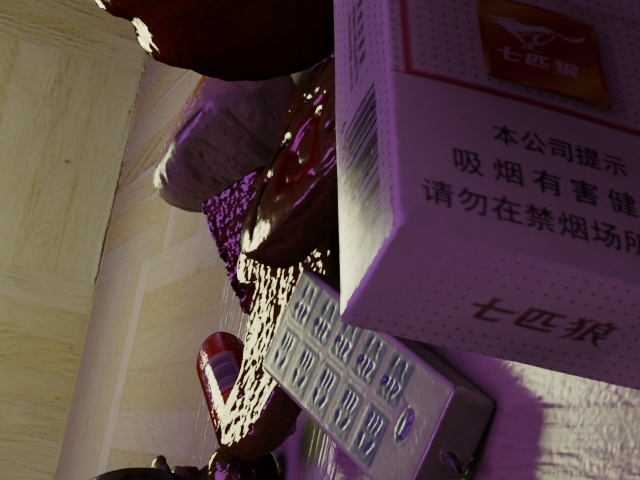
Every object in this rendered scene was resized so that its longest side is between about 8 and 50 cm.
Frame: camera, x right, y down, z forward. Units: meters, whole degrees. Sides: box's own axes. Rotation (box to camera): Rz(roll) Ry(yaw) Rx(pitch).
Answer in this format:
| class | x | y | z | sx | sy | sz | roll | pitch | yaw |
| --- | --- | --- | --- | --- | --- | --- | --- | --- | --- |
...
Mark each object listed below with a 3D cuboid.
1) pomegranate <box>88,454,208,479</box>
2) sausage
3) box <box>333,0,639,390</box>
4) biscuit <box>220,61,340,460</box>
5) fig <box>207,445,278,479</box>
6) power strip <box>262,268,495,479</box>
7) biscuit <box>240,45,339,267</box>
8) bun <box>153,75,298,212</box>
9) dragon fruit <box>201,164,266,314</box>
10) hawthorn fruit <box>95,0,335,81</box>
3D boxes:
| class | x | y | z | sx | sy | sz | roll | pitch | yaw |
| --- | --- | --- | --- | --- | --- | --- | --- | --- | --- |
| pomegranate | -0.197 | 0.366 | 1.706 | 0.306 | 0.242 | 0.242 | -17 | -59 | -84 |
| sausage | -0.105 | 0.171 | 1.787 | 0.274 | 0.074 | 0.074 | -125 | 51 | -70 |
| box | 0.118 | -0.078 | 0.938 | 0.330 | 0.210 | 0.095 | -91 | 21 | -44 |
| biscuit | 0.001 | 0.001 | 1.569 | 0.283 | 0.064 | 0.432 | -41 | 36 | 48 |
| fig | -0.085 | 0.259 | 1.637 | 0.082 | 0.084 | 0.098 | -44 | -8 | -26 |
| power strip | 0.040 | 0.120 | 1.261 | 0.106 | 0.043 | 0.367 | -67 | 25 | 6 |
| biscuit | 0.036 | -0.140 | 1.384 | 0.367 | 0.063 | 0.314 | -60 | 10 | -7 |
| bun | -0.113 | -0.130 | 1.939 | 0.244 | 0.153 | 0.244 | -56 | 7 | 10 |
| dragon fruit | -0.056 | 0.002 | 1.775 | 0.127 | 0.120 | 0.161 | -25 | 71 | 20 |
| hawthorn fruit | -0.070 | -0.374 | 1.611 | 0.403 | 0.402 | 0.403 | -166 | 90 | -75 |
